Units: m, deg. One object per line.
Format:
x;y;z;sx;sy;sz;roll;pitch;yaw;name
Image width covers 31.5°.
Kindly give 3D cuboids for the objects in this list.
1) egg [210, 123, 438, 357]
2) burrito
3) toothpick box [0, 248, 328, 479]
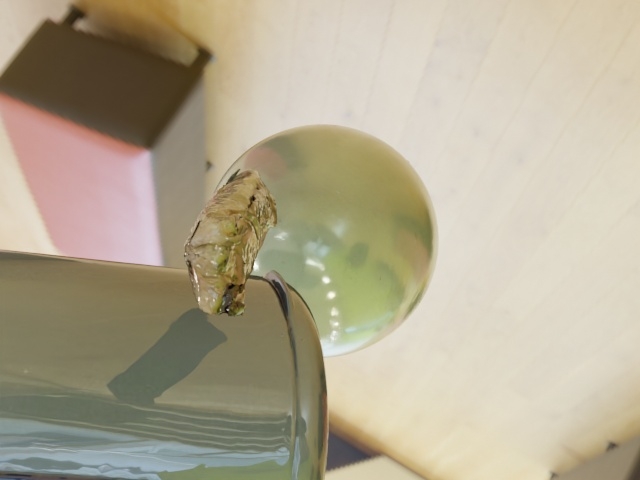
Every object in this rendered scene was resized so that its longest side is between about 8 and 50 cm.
0.000;0.000;1.104;0.230;0.230;0.371;32;-175;5;egg
-0.049;-0.004;0.625;0.042;0.051;0.171;12;-167;1;burrito
-0.191;0.124;0.708;0.354;0.263;0.263;8;169;-18;toothpick box
